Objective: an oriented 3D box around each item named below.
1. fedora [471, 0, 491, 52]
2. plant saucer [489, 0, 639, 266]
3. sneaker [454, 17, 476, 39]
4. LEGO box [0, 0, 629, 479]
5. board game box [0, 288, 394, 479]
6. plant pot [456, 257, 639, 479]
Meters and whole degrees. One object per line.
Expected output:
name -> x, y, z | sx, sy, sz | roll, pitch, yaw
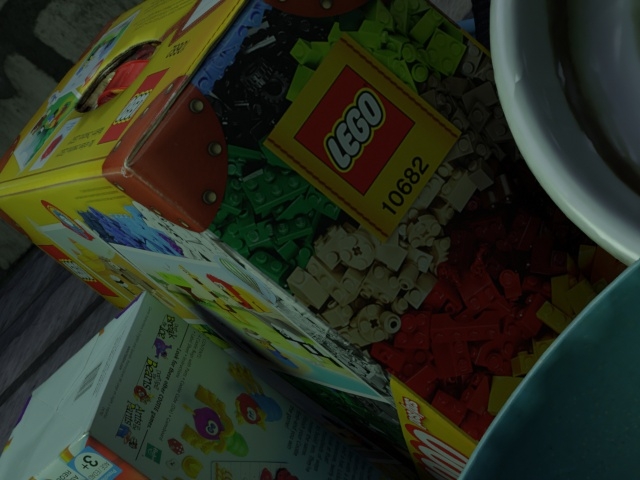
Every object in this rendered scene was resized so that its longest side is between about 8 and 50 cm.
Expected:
fedora -> 0.208, -0.135, 1.289 | 0.334, 0.334, 0.153 | -172, 90, -72
plant saucer -> 0.296, -0.132, 0.979 | 0.400, 0.100, 0.401 | -10, 65, 22
sneaker -> 0.075, -0.118, 1.594 | 0.319, 0.127, 0.208 | -8, -8, -21
LEGO box -> 0.000, 0.000, 1.244 | 0.193, 0.372, 0.500 | -55, 15, -12
board game box -> -0.065, 0.191, 1.165 | 0.142, 0.275, 0.144 | -41, 18, 33
plant pot -> 0.197, 0.139, 0.691 | 0.290, 0.195, 0.290 | -46, 15, 17
